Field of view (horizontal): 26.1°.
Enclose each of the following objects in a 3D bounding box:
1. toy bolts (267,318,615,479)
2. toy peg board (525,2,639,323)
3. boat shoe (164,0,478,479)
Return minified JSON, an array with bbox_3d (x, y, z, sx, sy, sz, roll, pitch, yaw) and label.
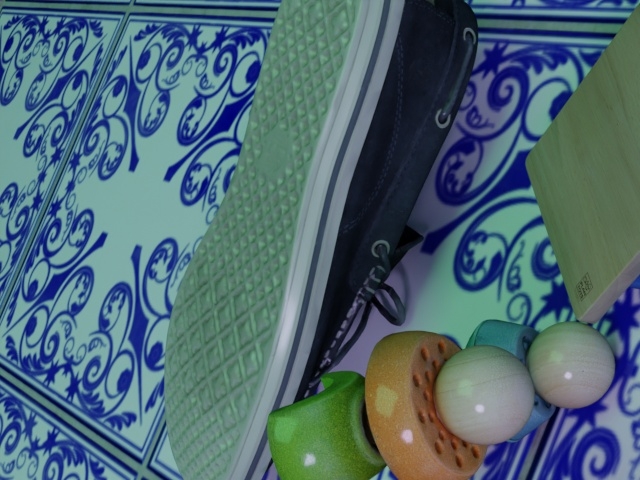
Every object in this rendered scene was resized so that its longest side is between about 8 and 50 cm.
[{"bbox_3d":[0.110,0.139,0.912,0.158,0.218,0.228,-18,9,32],"label":"toy bolts"},{"bbox_3d":[0.230,-0.047,0.950,0.161,0.079,0.160,-99,31,-43],"label":"toy peg board"},{"bbox_3d":[0.000,0.000,1.160,0.187,0.156,0.500,35,110,51],"label":"boat shoe"}]
